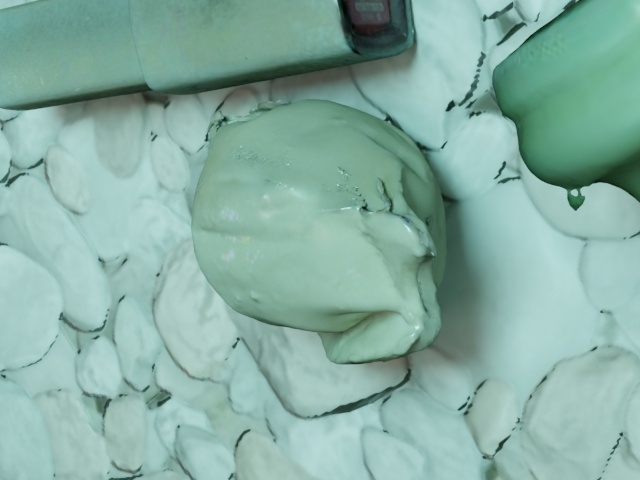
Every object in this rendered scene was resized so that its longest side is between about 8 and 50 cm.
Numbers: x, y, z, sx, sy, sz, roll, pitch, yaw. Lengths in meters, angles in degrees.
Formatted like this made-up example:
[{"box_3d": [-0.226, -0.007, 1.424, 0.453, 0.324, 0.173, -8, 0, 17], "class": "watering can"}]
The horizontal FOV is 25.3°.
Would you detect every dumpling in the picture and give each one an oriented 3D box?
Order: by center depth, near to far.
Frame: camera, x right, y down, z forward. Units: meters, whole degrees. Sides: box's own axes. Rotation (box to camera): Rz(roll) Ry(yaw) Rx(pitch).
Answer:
[{"box_3d": [0.000, 0.000, 0.745, 0.199, 0.118, 0.136, 29, 130, 55], "class": "dumpling"}]

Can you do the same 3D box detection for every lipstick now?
[{"box_3d": [-0.076, -0.119, 0.791, 0.253, 0.079, 0.077, -7, 95, 34], "class": "lipstick"}]

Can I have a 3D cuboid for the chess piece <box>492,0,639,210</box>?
[{"box_3d": [0.222, 0.007, 0.573, 0.194, 0.194, 0.299, -33, 89, 31], "class": "chess piece"}]
